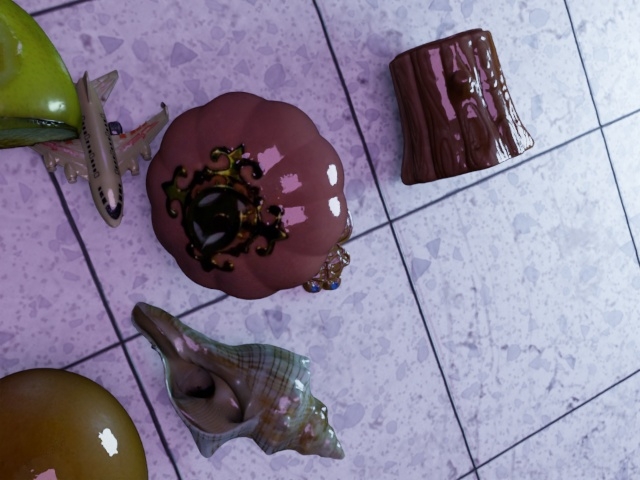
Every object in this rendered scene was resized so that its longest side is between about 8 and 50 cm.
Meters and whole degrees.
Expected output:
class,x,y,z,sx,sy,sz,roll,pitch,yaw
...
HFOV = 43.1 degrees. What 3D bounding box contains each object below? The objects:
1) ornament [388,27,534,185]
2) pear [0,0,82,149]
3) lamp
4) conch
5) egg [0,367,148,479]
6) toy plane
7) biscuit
class,x,y,z,sx,sy,sz,roll,pitch,yaw
ornament,0.222,-0.223,1.351,0.235,0.221,0.218,-17,96,6
pear,-0.466,-0.236,1.054,0.292,0.159,0.292,1,79,-5
lamp,-0.102,-0.067,1.201,0.305,0.239,0.305,5,105,17
conch,-0.134,0.239,1.258,0.386,0.170,0.203,24,56,11
egg,-0.373,0.345,1.081,0.282,0.282,0.351,2,93,-23
toy plane,-0.323,-0.132,1.175,0.229,0.092,0.244,-10,82,-24
biscuit,0.000,0.000,1.360,0.124,0.026,0.175,-8,96,-22
